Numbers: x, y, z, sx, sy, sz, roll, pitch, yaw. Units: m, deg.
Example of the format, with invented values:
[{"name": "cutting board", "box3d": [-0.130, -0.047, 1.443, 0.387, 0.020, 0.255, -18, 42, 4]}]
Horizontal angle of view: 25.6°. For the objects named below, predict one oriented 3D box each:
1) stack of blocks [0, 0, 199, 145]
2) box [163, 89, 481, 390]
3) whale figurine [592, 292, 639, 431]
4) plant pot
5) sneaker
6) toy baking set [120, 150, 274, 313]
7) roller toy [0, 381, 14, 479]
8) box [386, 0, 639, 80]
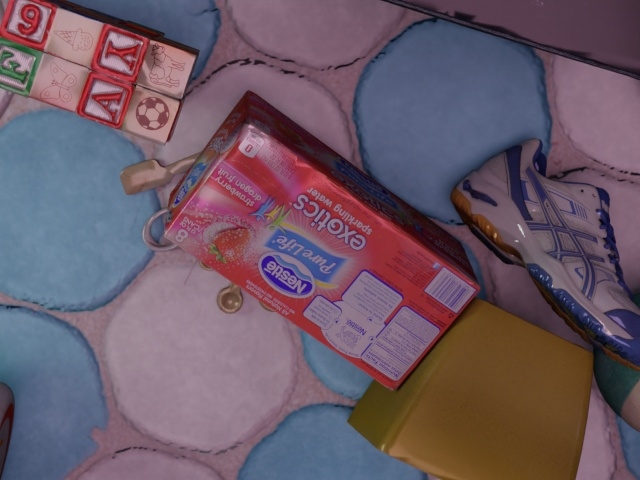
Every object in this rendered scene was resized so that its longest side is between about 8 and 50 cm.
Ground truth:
[{"name": "stack of blocks", "box3d": [-0.212, -0.174, 1.376, 0.171, 0.297, 0.087, 19, 97, -7]}, {"name": "box", "box3d": [0.000, 0.000, 1.474, 0.300, 0.142, 0.154, 34, 104, -14]}, {"name": "whale figurine", "box3d": [0.407, 0.082, 1.532, 0.141, 0.216, 0.272, 43, 99, 26]}, {"name": "plant pot", "box3d": [0.176, 0.170, 1.522, 0.212, 0.212, 0.187, 25, 88, -8]}, {"name": "sneaker", "box3d": [0.270, 0.004, 1.475, 0.131, 0.112, 0.296, -40, 63, -3]}, {"name": "toy baking set", "box3d": [-0.086, -0.029, 1.548, 0.256, 0.030, 0.197, 43, 96, -10]}, {"name": "roller toy", "box3d": [-0.419, 0.232, 1.497, 0.146, 0.209, 0.191, 13, 124, -4]}, {"name": "box", "box3d": [0.155, -0.297, 1.365, 0.343, 0.312, 0.178, 16, 100, -7]}]
